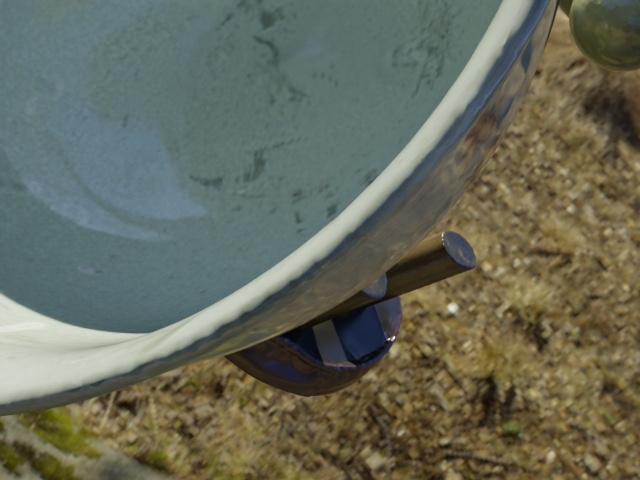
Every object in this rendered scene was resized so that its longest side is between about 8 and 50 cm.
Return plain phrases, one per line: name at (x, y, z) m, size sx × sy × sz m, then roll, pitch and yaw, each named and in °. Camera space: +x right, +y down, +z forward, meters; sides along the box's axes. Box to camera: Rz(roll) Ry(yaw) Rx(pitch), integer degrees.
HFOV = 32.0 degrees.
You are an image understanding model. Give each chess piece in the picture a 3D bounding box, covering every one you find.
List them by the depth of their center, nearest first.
chess piece at (0.287, -0.274, 1.129) m, size 0.145 × 0.144 × 0.251 m, roll 17°, pitch 47°, yaw -24°

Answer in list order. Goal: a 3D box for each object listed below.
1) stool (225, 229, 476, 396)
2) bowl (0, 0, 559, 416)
stool at (0.000, 0.000, 1.106) m, size 0.272 × 0.178 × 0.272 m, roll 26°, pitch 44°, yaw -28°
bowl at (-0.050, -0.106, 0.533) m, size 0.196 × 0.435 × 0.434 m, roll 37°, pitch 31°, yaw -53°
